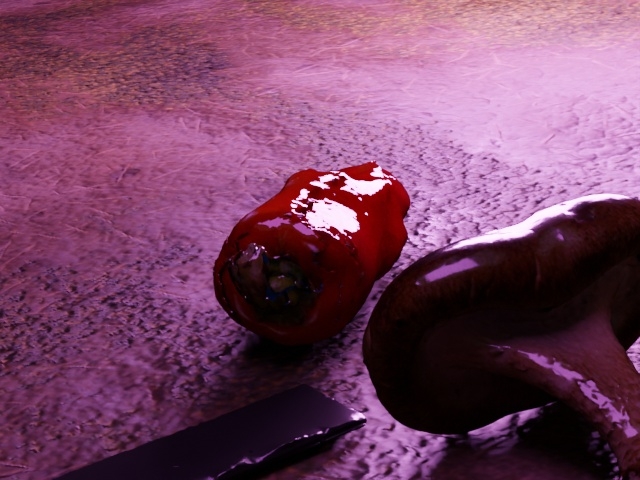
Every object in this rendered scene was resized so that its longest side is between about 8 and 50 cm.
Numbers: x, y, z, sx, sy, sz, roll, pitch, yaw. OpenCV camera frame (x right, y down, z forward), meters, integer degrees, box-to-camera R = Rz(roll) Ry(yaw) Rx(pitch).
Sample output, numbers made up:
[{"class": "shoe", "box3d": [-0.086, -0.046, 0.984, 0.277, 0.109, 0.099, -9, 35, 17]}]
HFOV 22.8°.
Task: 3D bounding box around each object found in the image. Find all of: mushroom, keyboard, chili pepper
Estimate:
[{"class": "mushroom", "box3d": [0.164, 0.083, 0.929, 0.227, 0.148, 0.217, -25, 45, -21]}, {"class": "keyboard", "box3d": [-0.069, 0.132, 0.968, 0.196, 0.015, 0.074, -18, 21, -31]}, {"class": "chili pepper", "box3d": [0.000, 0.000, 1.178, 0.110, 0.110, 0.387, 1, 17, 15]}]
